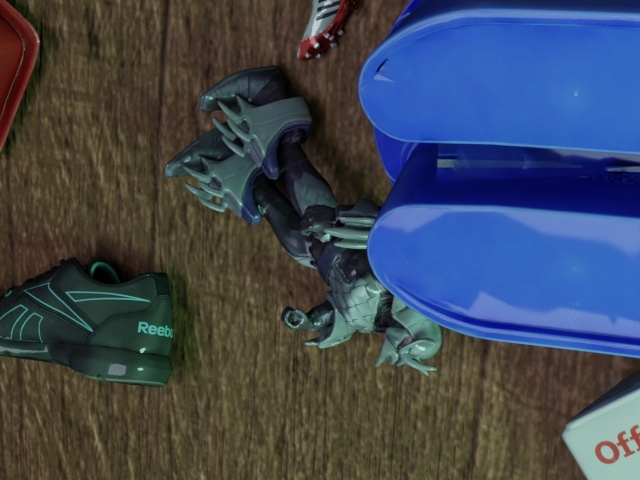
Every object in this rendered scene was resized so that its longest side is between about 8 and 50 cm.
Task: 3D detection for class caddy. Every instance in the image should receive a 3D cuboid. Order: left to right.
[{"bbox_3d":[0.183,-0.064,0.937,0.341,0.179,0.241,6,114,21],"label":"caddy"}]

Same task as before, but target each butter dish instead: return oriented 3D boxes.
[{"bbox_3d":[-0.360,-0.165,1.334,0.160,0.118,0.160,41,124,17],"label":"butter dish"}]

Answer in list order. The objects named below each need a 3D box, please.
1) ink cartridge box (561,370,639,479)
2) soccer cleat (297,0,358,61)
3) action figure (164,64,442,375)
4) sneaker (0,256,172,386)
[{"bbox_3d":[0.322,0.190,0.961,0.198,0.115,0.273,-33,85,38],"label":"ink cartridge box"},{"bbox_3d":[0.004,-0.177,1.129,0.035,0.029,0.083,51,124,22],"label":"soccer cleat"},{"bbox_3d":[0.000,0.000,1.135,0.285,0.099,0.185,49,145,23],"label":"action figure"},{"bbox_3d":[-0.236,0.069,1.353,0.267,0.101,0.106,7,87,35],"label":"sneaker"}]
